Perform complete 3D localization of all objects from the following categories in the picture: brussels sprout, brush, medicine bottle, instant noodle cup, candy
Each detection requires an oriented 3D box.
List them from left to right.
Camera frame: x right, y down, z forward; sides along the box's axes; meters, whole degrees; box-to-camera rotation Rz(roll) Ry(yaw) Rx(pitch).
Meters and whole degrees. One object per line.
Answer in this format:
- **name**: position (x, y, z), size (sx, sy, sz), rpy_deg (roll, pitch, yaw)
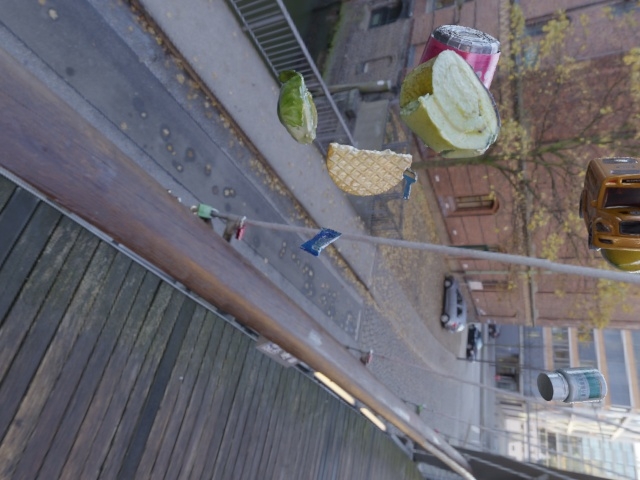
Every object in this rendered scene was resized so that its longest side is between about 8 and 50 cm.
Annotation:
- **brussels sprout**: position (-0.057, -0.318, 1.020), size (0.139, 0.100, 0.181), rpy_deg (98, -8, -73)
- **candy**: position (-0.001, 0.000, 1.451), size (0.136, 0.088, 0.038), rpy_deg (-41, 134, -28)
- **brush**: position (0.301, -0.189, 1.454), size (0.014, 0.051, 0.164), rpy_deg (-48, 157, -20)
- **instant noodle cup**: position (0.376, -0.478, 1.173), size (0.302, 0.258, 0.181), rpy_deg (-27, 144, -37)
- **medicine bottle**: position (0.597, 0.345, 1.011), size (0.080, 0.130, 0.080), rpy_deg (178, -90, -84)

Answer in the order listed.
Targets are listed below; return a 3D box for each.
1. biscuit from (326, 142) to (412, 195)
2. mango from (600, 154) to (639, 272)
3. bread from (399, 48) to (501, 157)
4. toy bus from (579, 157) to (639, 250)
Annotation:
- **biscuit**: position (0.164, -0.247, 1.540), size (0.040, 0.309, 0.204), rpy_deg (-95, -165, -47)
- **mango**: position (0.763, -0.064, 0.999), size (0.173, 0.211, 0.317), rpy_deg (45, 58, -38)
- **bread**: position (0.297, -0.292, 0.979), size (0.257, 0.124, 0.186), rpy_deg (46, 72, -13)
- **toy bus**: position (0.377, -0.049, 0.527), size (0.194, 0.083, 0.088), rpy_deg (-39, 128, -57)
